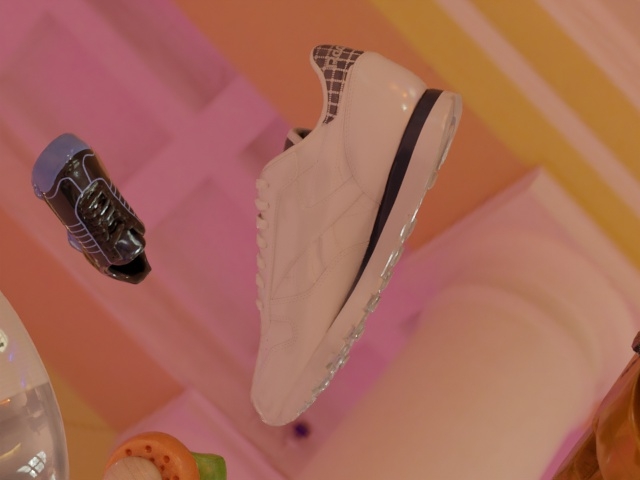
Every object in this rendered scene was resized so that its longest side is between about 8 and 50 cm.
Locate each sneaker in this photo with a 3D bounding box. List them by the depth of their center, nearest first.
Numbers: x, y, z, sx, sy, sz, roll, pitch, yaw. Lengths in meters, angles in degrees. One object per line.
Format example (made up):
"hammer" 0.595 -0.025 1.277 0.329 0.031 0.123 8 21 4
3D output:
"sneaker" 0.000 0.000 0.934 0.095 0.090 0.235 25 -73 4
"sneaker" -0.232 -0.029 1.662 0.090 0.081 0.232 35 -16 20

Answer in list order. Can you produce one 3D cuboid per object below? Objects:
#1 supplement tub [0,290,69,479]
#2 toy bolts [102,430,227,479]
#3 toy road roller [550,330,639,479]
"supplement tub" -0.293 0.126 0.659 0.207 0.338 0.207 19 -62 40
"toy bolts" -0.123 0.315 1.580 0.228 0.158 0.218 13 -87 17
"toy road roller" 0.265 0.077 0.875 0.202 0.329 0.240 41 -46 6
